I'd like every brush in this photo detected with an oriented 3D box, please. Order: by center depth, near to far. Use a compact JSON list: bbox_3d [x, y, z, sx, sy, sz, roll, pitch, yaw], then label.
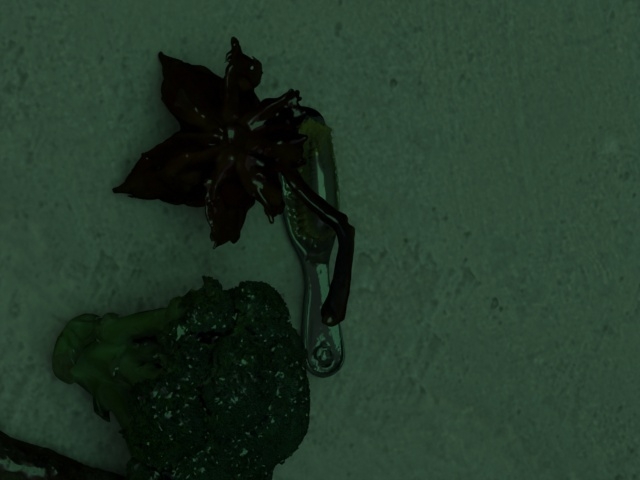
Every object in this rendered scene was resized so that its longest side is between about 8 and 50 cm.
[{"bbox_3d":[0.000,0.000,2.005,0.068,0.060,0.297,-6,89,-21],"label":"brush"}]

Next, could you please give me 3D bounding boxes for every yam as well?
[{"bbox_3d":[-0.293,0.234,1.897,0.253,0.061,0.061,26,80,-15],"label":"yam"}]

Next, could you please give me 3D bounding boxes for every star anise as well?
[{"bbox_3d":[-0.077,-0.059,1.919,0.237,0.148,0.346,-39,86,23],"label":"star anise"}]

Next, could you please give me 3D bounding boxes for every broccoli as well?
[{"bbox_3d":[-0.141,0.155,1.873,0.270,0.270,0.270,19,81,16],"label":"broccoli"}]
